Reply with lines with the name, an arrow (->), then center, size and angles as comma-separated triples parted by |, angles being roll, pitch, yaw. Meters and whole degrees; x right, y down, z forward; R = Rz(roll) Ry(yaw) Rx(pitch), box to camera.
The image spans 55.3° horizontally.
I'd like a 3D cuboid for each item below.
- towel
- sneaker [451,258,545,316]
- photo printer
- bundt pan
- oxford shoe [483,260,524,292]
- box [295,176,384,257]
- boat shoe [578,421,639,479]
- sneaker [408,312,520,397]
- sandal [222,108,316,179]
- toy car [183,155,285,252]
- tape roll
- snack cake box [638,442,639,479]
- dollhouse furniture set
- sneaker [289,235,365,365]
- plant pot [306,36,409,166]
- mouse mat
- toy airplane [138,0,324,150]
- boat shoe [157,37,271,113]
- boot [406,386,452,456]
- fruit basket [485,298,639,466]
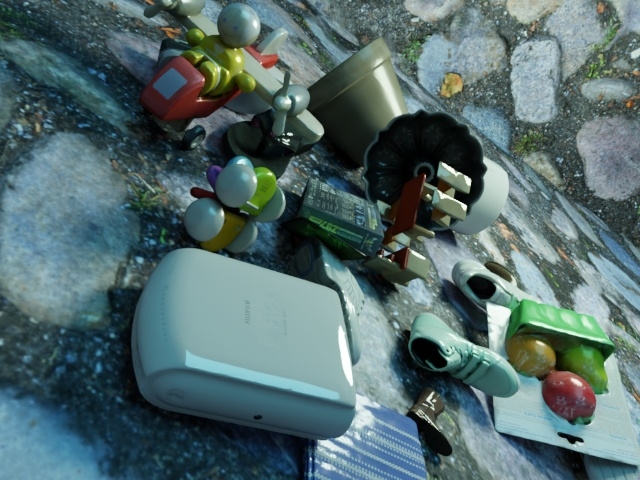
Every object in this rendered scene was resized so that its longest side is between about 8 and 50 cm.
towel -> 0.069, 0.366, 0.895 | 0.243, 0.040, 0.336 | 30, 31, -22
sneaker -> 0.469, 0.166, 1.562 | 0.305, 0.114, 0.152 | 32, 10, 2
photo printer -> -0.111, 0.140, 0.878 | 0.308, 0.107, 0.256 | 18, 34, -20
bundt pan -> 0.272, -0.186, 1.656 | 0.331, 0.331, 0.124 | 38, 9, -5
oxford shoe -> 0.516, 0.145, 1.706 | 0.096, 0.082, 0.227 | 7, 41, -40
box -> 0.042, -0.056, 1.354 | 0.183, 0.059, 0.232 | 21, 20, -6
boat shoe -> 0.635, 0.466, 1.367 | 0.109, 0.094, 0.302 | 4, 31, 13
sneaker -> 0.283, 0.259, 1.237 | 0.256, 0.094, 0.151 | 34, 21, 8
sandal -> -0.106, -0.267, 1.505 | 0.168, 0.107, 0.446 | 39, 28, -2
toy car -> -0.164, -0.073, 1.085 | 0.136, 0.182, 0.159 | 49, 10, 28
tape roll -> 0.416, -0.155, 1.842 | 0.169, 0.246, 0.246 | 23, 33, -32
snack cake box -> 0.815, 0.565, 1.390 | 0.089, 0.152, 0.264 | 35, 28, -9
dollhouse furniture set -> 0.196, -0.038, 1.418 | 0.135, 0.262, 0.259 | 27, 62, -21
sneaker -> 0.036, 0.112, 1.140 | 0.129, 0.111, 0.297 | 28, 31, -32
plant pot -> 0.118, -0.379, 1.785 | 0.280, 0.323, 0.323 | 55, 26, -10
mouse mat -> 0.000, 0.000, 1.230 | 0.153, 0.007, 0.190 | 33, -14, -14
toy airplane -> -0.182, -0.390, 1.306 | 0.386, 0.272, 0.384 | 7, 56, -23
boat shoe -> -0.256, -0.414, 1.528 | 0.306, 0.113, 0.104 | 13, 52, -26
boot -> 0.213, 0.328, 1.121 | 0.106, 0.037, 0.114 | 49, 24, 11
fruit basket -> 0.532, 0.316, 1.387 | 0.327, 0.165, 0.353 | 14, 49, -4
